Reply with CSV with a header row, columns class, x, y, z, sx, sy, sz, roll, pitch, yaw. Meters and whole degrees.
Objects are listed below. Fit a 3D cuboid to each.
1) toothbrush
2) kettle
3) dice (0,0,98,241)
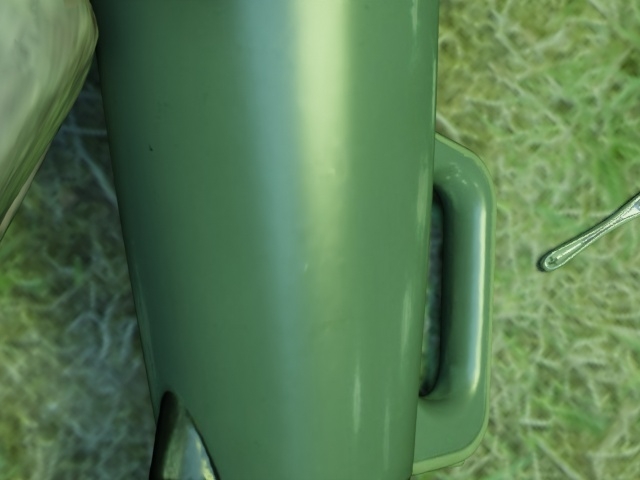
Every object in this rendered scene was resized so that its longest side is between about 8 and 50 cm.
class,x,y,z,sx,sy,sz,roll,pitch,yaw
toothbrush,0.171,-0.020,0.791,0.131,0.013,0.011,-31,84,-7
kettle,0.000,0.000,0.711,0.210,0.160,0.243,-7,96,-43
dice,-0.265,-0.044,0.596,0.270,0.270,0.271,30,85,-7
